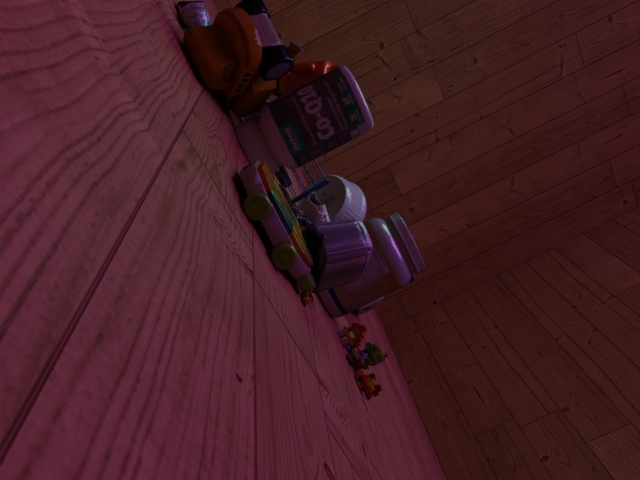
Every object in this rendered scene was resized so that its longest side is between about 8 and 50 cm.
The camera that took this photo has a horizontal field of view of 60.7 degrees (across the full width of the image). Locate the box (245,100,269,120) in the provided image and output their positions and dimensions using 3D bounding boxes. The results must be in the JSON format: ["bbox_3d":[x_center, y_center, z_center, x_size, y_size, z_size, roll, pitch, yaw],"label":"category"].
[{"bbox_3d":[-0.230,-0.478,1.989,0.087,0.101,0.101,63,3,18],"label":"box"}]

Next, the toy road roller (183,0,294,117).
[{"bbox_3d":[-0.250,-0.473,1.455,0.329,0.240,0.203,-34,-99,57],"label":"toy road roller"}]

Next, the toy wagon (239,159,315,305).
[{"bbox_3d":[-0.083,-0.015,1.245,0.345,0.068,0.267,62,5,-13],"label":"toy wagon"}]

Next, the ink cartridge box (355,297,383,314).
[{"bbox_3d":[0.175,0.196,2.379,0.353,0.119,0.207,84,-18,-75],"label":"ink cartridge box"}]

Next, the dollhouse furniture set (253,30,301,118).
[{"bbox_3d":[-0.224,-0.572,1.799,0.259,0.262,0.135,30,10,-11],"label":"dollhouse furniture set"}]

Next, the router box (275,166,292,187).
[{"bbox_3d":[-0.156,-0.268,2.058,0.122,0.038,0.092,59,7,-52],"label":"router box"}]

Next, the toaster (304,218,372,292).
[{"bbox_3d":[0.035,0.031,1.369,0.227,0.146,0.129,107,-34,-52],"label":"toaster"}]

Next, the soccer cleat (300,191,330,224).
[{"bbox_3d":[0.000,-0.071,1.753,0.068,0.076,0.196,-4,51,-45],"label":"soccer cleat"}]

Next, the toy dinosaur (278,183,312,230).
[{"bbox_3d":[-0.085,-0.086,1.713,0.118,0.064,0.268,48,11,-49],"label":"toy dinosaur"}]

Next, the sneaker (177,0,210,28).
[{"bbox_3d":[-0.369,-0.649,1.593,0.237,0.085,0.086,-116,-157,-54],"label":"sneaker"}]

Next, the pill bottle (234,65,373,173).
[{"bbox_3d":[-0.048,-0.331,1.571,0.204,0.361,0.204,62,4,-8],"label":"pill bottle"}]

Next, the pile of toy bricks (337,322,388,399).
[{"bbox_3d":[0.139,0.337,1.553,0.118,0.105,0.212,59,7,-48],"label":"pile of toy bricks"}]

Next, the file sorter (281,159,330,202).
[{"bbox_3d":[-0.068,-0.197,1.844,0.105,0.170,0.118,60,5,-2],"label":"file sorter"}]

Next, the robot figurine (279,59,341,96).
[{"bbox_3d":[-0.033,-0.488,1.698,0.158,0.219,0.128,-44,132,-64],"label":"robot figurine"}]

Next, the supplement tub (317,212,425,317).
[{"bbox_3d":[0.133,0.070,1.643,0.228,0.316,0.228,63,4,-8],"label":"supplement tub"}]

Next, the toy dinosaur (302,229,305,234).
[{"bbox_3d":[0.027,0.058,1.825,0.296,0.127,0.200,51,19,-45],"label":"toy dinosaur"}]

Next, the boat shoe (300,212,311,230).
[{"bbox_3d":[-0.029,-0.024,1.945,0.083,0.065,0.183,59,-3,42],"label":"boat shoe"}]

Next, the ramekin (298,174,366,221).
[{"bbox_3d":[0.034,-0.133,2.127,0.127,0.272,0.273,40,22,-51],"label":"ramekin"}]
